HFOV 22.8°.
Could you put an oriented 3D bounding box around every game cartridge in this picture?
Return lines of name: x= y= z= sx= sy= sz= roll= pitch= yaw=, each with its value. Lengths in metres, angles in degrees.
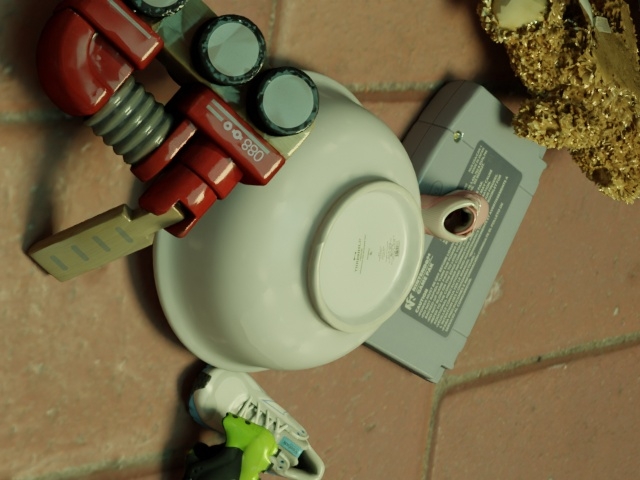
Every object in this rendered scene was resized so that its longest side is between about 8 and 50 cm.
game cartridge: x=0.129 y=-0.011 z=1.694 sx=0.198 sy=0.062 sz=0.297 roll=32 pitch=81 yaw=-43

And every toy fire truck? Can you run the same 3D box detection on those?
toy fire truck: x=-0.160 y=-0.088 z=1.298 sx=0.217 sy=0.158 sz=0.246 roll=43 pitch=79 yaw=-17

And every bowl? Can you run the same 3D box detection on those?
bowl: x=0.000 y=0.000 z=1.460 sx=0.298 sy=0.134 sz=0.298 roll=-19 pitch=119 yaw=-40

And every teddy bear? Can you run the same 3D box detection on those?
teddy bear: x=0.268 y=-0.190 z=1.718 sx=0.338 sy=0.113 sz=0.245 roll=31 pitch=52 yaw=-45

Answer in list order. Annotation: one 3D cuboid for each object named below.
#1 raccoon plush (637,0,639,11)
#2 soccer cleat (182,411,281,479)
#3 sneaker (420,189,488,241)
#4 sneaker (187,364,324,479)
raccoon plush: x=0.468 y=-0.146 z=1.799 sx=0.446 sy=0.216 sz=0.299 roll=-54 pitch=141 yaw=-70
soccer cleat: x=-0.108 y=0.239 z=1.526 sx=0.179 sy=0.072 sz=0.060 roll=-55 pitch=-179 yaw=22
sneaker: x=0.144 y=-0.022 z=1.616 sx=0.134 sy=0.070 sz=0.051 roll=1 pitch=102 yaw=-48
sneaker: x=-0.054 y=0.182 z=1.554 sx=0.071 sy=0.083 sz=0.190 roll=-57 pitch=135 yaw=-11
